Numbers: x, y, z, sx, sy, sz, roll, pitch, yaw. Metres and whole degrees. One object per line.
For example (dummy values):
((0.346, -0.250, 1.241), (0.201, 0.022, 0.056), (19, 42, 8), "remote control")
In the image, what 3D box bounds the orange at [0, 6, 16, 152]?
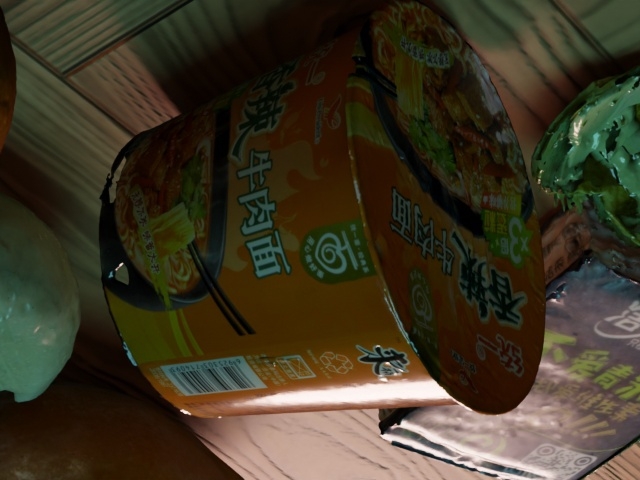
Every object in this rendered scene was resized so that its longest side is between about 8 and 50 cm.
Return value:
((-0.250, -0.081, 0.883), (0.206, 0.206, 0.206), (-3, 141, -2), "orange")

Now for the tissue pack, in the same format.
((0.168, 0.079, 1.212), (0.173, 0.073, 0.235), (20, 135, -27), "tissue pack")

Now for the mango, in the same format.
((-0.164, 0.202, 1.227), (0.221, 0.199, 0.384), (-33, 151, 30), "mango")

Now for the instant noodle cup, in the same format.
((0.000, 0.000, 0.999), (0.182, 0.230, 0.230), (-15, 141, 29), "instant noodle cup")

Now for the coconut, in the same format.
((0.199, -0.056, 1.062), (0.158, 0.055, 0.133), (-4, 140, -2), "coconut")

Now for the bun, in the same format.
((-0.254, 0.032, 1.074), (0.212, 0.126, 0.204), (3, 141, -18), "bun")
